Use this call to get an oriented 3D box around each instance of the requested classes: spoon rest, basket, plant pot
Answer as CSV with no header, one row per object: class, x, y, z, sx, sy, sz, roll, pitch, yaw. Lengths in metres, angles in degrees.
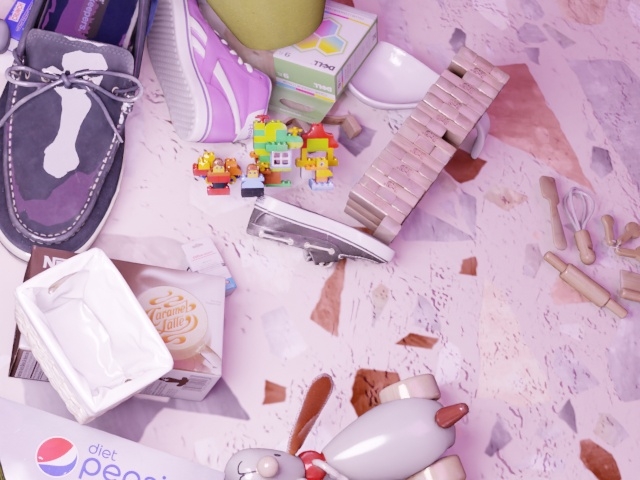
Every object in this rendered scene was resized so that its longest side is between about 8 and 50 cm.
spoon rest,0.160,-0.237,1.728,0.276,0.084,0.137,29,54,-8
basket,-0.261,0.113,1.204,0.113,0.103,0.167,-29,80,-31
plant pot,-0.094,-0.434,1.531,0.275,0.293,0.274,-10,42,9

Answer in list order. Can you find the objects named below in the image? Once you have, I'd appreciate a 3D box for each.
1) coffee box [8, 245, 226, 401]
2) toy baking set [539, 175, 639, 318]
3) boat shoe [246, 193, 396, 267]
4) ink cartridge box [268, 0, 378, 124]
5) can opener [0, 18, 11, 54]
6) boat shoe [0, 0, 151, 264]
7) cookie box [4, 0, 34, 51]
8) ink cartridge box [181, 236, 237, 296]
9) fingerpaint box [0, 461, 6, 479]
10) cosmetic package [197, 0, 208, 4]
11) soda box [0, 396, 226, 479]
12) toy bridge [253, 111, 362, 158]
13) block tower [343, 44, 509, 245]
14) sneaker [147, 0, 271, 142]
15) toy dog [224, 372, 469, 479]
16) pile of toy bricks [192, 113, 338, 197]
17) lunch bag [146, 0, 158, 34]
coffee box,-0.251,0.107,1.334,0.247,0.098,0.141,11,59,-18
toy baking set,0.443,0.010,1.750,0.256,0.030,0.196,34,51,-3
boat shoe,0.000,0.000,1.532,0.219,0.078,0.070,21,93,-12
ink cartridge box,-0.003,-0.282,1.660,0.109,0.062,0.209,21,57,19
can opener,-0.566,-0.272,1.429,0.283,0.076,0.095,8,92,-13
boat shoe,-0.326,-0.211,1.403,0.187,0.156,0.500,14,76,-10
cookie box,-0.399,-0.301,1.538,0.107,0.040,0.092,24,56,-10
ink cartridge box,-0.156,0.041,1.458,0.048,0.028,0.083,-19,71,-32
fingerpaint box,-0.573,0.176,1.056,0.445,0.163,0.371,-16,69,-17
cosmetic package,-0.128,-0.435,1.714,0.231,0.085,0.117,9,59,-17
soda box,-0.262,0.279,1.234,0.286,0.091,0.098,21,57,-12
toy bridge,-0.023,-0.165,1.639,0.188,0.026,0.063,-23,72,-31
block tower,0.160,-0.148,1.614,0.097,0.091,0.335,34,71,4
sneaker,-0.163,-0.271,1.604,0.161,0.102,0.282,-4,71,-34
toy dog,0.061,0.263,1.347,0.334,0.161,0.220,-31,78,-34
pile of toy bricks,-0.073,-0.127,1.506,0.212,0.105,0.118,-2,19,-10
lunch bag,-0.290,-0.329,1.572,0.065,0.098,0.067,21,67,-25
